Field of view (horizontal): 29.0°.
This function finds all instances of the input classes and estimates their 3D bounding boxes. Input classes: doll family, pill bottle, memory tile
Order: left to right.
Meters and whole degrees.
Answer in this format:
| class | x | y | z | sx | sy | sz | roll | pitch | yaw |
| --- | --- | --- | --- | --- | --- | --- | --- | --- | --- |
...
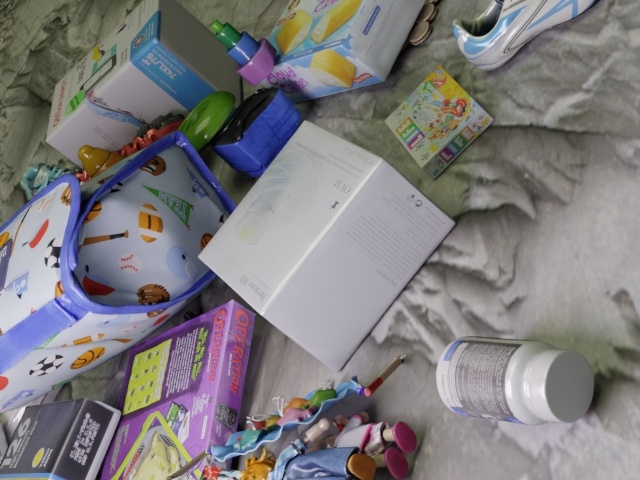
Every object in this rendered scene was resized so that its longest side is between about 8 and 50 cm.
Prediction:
| class | x | y | z | sx | sy | sz | roll | pitch | yaw |
| --- | --- | --- | --- | --- | --- | --- | --- | --- | --- |
| doll family | -0.023 | 0.264 | 1.225 | 0.163 | 0.118 | 0.263 | -14 | 46 | 47 |
| memory tile | 0.130 | -0.326 | 1.788 | 0.113 | 0.012 | 0.148 | -18 | 44 | 44 |
| pill bottle | 0.179 | 0.129 | 1.141 | 0.137 | 0.078 | 0.078 | -1 | 56 | 54 |

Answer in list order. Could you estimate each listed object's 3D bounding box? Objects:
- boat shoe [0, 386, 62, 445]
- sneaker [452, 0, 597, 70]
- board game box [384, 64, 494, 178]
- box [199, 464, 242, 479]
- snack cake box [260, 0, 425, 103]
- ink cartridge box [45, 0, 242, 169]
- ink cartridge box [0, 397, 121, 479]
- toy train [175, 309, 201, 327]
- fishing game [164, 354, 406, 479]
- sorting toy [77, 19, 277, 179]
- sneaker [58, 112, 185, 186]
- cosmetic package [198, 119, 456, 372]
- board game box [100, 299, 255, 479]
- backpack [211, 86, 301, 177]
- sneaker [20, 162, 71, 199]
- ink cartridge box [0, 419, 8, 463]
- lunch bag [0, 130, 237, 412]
| class | x | y | z | sx | sy | sz | roll | pitch | yaw |
| --- | --- | --- | --- | --- | --- | --- | --- | --- | --- |
| boat shoe | -0.449 | 0.217 | 1.894 | 0.267 | 0.088 | 0.096 | -57 | 31 | -11 |
| sneaker | 0.265 | -0.300 | 1.500 | 0.237 | 0.086 | 0.085 | -36 | 31 | 21 |
| board game box | 0.146 | -0.151 | 1.553 | 0.103 | 0.026 | 0.154 | -46 | 30 | 10 |
| box | -0.102 | 0.314 | 1.330 | 0.094 | 0.027 | 0.137 | 5 | 56 | 22 |
| snack cake box | 0.021 | -0.298 | 1.811 | 0.264 | 0.089 | 0.152 | -5 | 55 | 57 |
| ink cartridge box | -0.296 | -0.240 | 2.087 | 0.270 | 0.197 | 0.198 | -39 | 31 | 21 |
| ink cartridge box | -0.402 | 0.361 | 1.629 | 0.307 | 0.072 | 0.303 | -16 | 49 | 54 |
| toy train | -0.211 | 0.165 | 1.691 | 0.158 | 0.027 | 0.036 | -54 | 40 | -6 |
| fishing game | -0.039 | 0.183 | 1.324 | 0.264 | 0.041 | 0.189 | -27 | -1 | 21 |
| sorting toy | -0.226 | -0.183 | 1.820 | 0.365 | 0.126 | 0.127 | -46 | 19 | 13 |
| sneaker | -0.312 | -0.091 | 1.992 | 0.276 | 0.135 | 0.097 | -28 | 5 | 14 |
| cosmetic package | 0.000 | 0.000 | 1.475 | 0.224 | 0.138 | 0.224 | -53 | 29 | -2 |
| board game box | -0.186 | 0.256 | 1.509 | 0.208 | 0.056 | 0.347 | -29 | 40 | 40 |
| backpack | -0.085 | -0.158 | 1.803 | 0.098 | 0.101 | 0.120 | 4 | 56 | 53 |
| sneaker | -0.459 | -0.079 | 2.206 | 0.283 | 0.122 | 0.110 | 8 | 63 | 56 |
| ink cartridge box | -0.528 | 0.347 | 1.810 | 0.175 | 0.072 | 0.127 | -62 | 33 | 17 |
| lunch bag | -0.322 | 0.054 | 1.639 | 0.328 | 0.239 | 0.385 | -34 | 8 | 32 |
